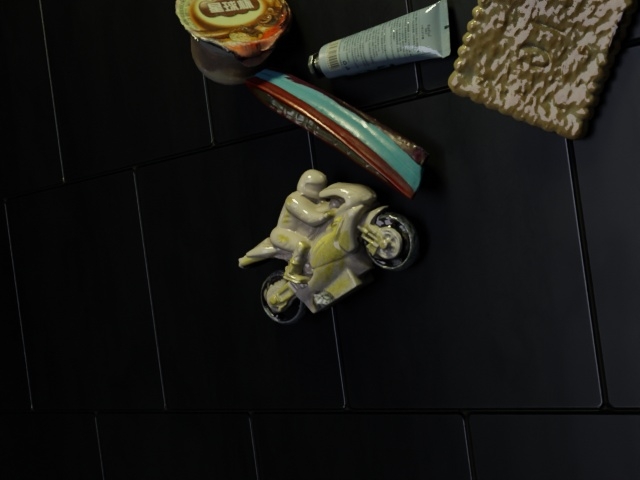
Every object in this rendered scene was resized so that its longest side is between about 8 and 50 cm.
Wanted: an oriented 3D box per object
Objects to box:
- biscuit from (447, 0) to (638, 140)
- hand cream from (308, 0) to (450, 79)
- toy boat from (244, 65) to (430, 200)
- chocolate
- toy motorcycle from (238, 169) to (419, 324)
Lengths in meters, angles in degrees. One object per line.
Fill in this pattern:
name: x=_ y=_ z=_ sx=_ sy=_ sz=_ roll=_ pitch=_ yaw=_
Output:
biscuit: x=0.321 y=-0.317 z=1.554 sx=0.217 sy=0.044 sz=0.325 roll=24 pitch=113 yaw=16
hand cream: x=0.094 y=-0.306 z=1.803 sx=0.271 sy=0.058 sz=0.091 roll=-10 pitch=76 yaw=40
toy boat: x=0.029 y=-0.182 z=1.844 sx=0.392 sy=0.136 sz=0.079 roll=34 pitch=86 yaw=35
chocolate: x=-0.148 y=-0.341 z=1.961 sx=0.221 sy=0.221 sz=0.147 roll=42 pitch=145 yaw=32
toy motorcycle: x=0.000 y=0.000 z=1.886 sx=0.340 sy=0.107 sz=0.223 roll=-32 pitch=82 yaw=34
